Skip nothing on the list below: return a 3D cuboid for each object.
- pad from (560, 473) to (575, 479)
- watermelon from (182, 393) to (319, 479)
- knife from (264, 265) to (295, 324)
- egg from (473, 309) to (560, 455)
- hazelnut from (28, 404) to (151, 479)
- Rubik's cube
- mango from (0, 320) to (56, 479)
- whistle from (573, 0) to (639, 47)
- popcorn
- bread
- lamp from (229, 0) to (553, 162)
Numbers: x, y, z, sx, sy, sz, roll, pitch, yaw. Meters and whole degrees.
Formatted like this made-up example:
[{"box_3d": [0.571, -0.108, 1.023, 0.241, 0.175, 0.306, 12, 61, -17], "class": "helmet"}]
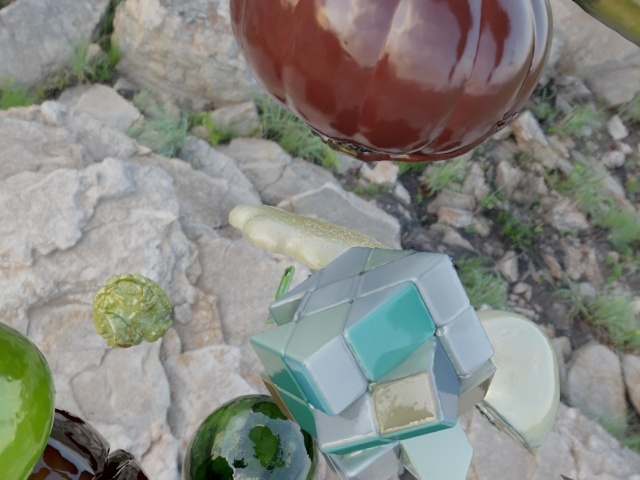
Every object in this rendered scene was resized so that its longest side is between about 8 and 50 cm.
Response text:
[{"box_3d": [0.652, 0.638, 1.472, 0.170, 0.006, 0.245, 31, 16, -38], "class": "pad"}, {"box_3d": [-0.097, 0.319, 0.905, 0.188, 0.188, 0.214, 27, 40, -11], "class": "watermelon"}, {"box_3d": [-0.071, 0.104, 1.346, 0.212, 0.054, 0.015, -76, 145, -63], "class": "knife"}, {"box_3d": [0.321, 0.225, 1.140, 0.174, 0.286, 0.264, -42, 57, 0], "class": "egg"}, {"box_3d": [-0.371, 0.358, 0.639, 0.402, 0.402, 0.429, 28, 50, -11], "class": "hazelnut"}, {"box_3d": [0.070, 0.136, 0.668, 0.224, 0.265, 0.212, -33, 106, -21], "class": "Rubik's cube"}, {"box_3d": [-0.254, 0.066, 0.267, 0.293, 0.143, 0.175, 25, 43, -42], "class": "mango"}, {"box_3d": [0.291, -0.118, 0.433, 0.327, 0.057, 0.067, 32, 83, 2], "class": "whistle"}, {"box_3d": [-0.340, 0.126, 1.183, 0.142, 0.162, 0.135, -20, 86, 0], "class": "popcorn"}, {"box_3d": [0.000, 0.000, 1.059, 0.316, 0.316, 0.054, 16, 97, -20], "class": "bread"}, {"box_3d": [0.065, -0.213, 0.619, 0.304, 0.256, 0.303, 10, 42, -9], "class": "lamp"}]
